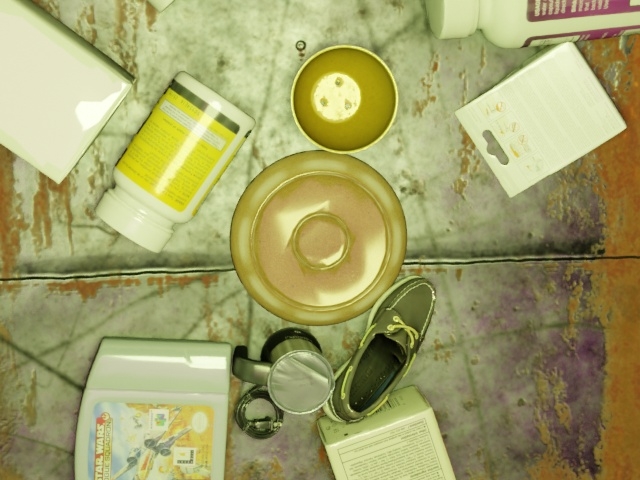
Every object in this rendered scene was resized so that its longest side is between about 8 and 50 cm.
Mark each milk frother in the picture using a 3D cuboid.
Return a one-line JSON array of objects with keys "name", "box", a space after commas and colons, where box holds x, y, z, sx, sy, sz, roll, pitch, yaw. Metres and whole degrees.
[{"name": "milk frother", "box": [-0.049, 0.198, 1.681, 0.129, 0.135, 0.143, -8, 99, -4]}]

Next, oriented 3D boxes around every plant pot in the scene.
[{"name": "plant pot", "box": [0.025, -0.181, 1.655, 0.134, 0.095, 0.134, -1, 99, -6]}, {"name": "plant pot", "box": [0.000, 0.000, 1.711, 0.236, 0.032, 0.236, -1, 99, -7]}]

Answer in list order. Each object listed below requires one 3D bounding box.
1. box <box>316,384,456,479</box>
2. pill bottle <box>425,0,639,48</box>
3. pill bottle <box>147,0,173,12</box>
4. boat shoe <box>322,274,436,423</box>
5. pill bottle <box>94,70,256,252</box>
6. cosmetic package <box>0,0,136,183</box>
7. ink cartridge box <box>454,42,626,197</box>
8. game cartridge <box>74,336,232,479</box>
[{"name": "box", "box": [0.103, 0.331, 1.722, 0.149, 0.127, 0.232, -19, 100, -4]}, {"name": "pill bottle", "box": [0.286, -0.328, 1.626, 0.302, 0.169, 0.169, -7, 99, -6]}, {"name": "pill bottle", "box": [-0.237, -0.424, 1.557, 0.161, 0.161, 0.283, -42, 101, 1]}, {"name": "boat shoe", "box": [0.089, 0.140, 1.690, 0.081, 0.069, 0.227, 40, 70, -14]}, {"name": "pill bottle", "box": [-0.184, -0.096, 1.631, 0.119, 0.119, 0.208, 34, 93, -10]}, {"name": "cosmetic package", "box": [-0.409, -0.238, 1.549, 0.366, 0.197, 0.155, 37, 93, -9]}, {"name": "ink cartridge box", "box": [0.291, -0.163, 1.726, 0.179, 0.045, 0.145, -32, 102, 17]}, {"name": "game cartridge", "box": [-0.223, 0.276, 1.716, 0.198, 0.062, 0.297, 2, 98, -11]}]
